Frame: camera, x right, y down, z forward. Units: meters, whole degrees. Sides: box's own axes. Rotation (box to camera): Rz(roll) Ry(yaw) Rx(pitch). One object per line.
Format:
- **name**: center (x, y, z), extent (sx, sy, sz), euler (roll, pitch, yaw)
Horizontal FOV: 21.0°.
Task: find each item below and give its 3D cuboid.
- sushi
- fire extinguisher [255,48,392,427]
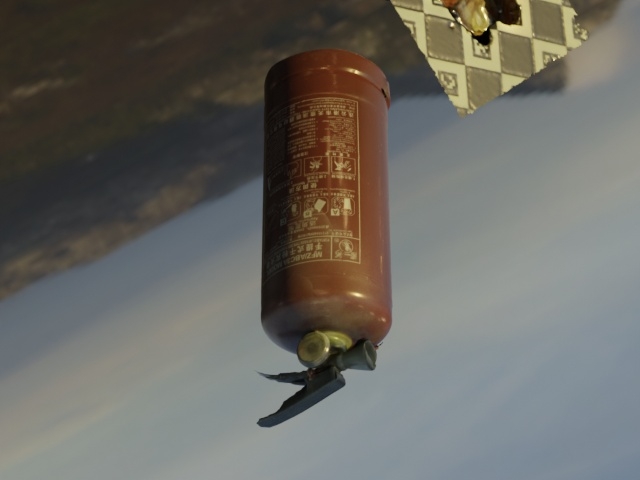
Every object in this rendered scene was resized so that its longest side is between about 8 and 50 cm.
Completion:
- **sushi**: center (0.081, -0.139, 0.985), extent (0.126, 0.120, 0.026), euler (-34, -176, -37)
- **fire extinguisher**: center (0.000, 0.000, 1.227), extent (0.105, 0.269, 0.105), euler (0, 150, 0)
